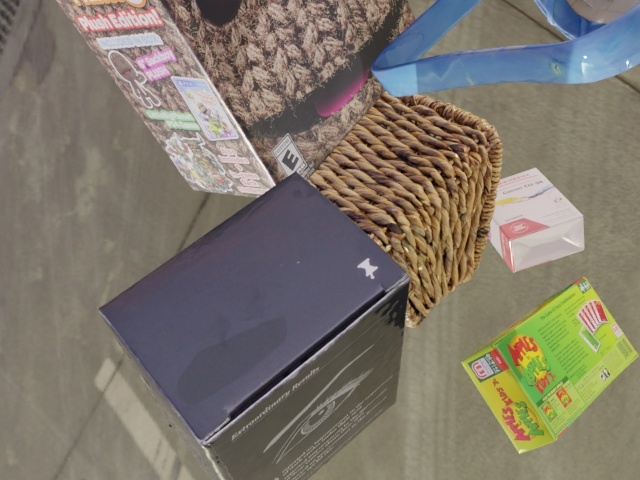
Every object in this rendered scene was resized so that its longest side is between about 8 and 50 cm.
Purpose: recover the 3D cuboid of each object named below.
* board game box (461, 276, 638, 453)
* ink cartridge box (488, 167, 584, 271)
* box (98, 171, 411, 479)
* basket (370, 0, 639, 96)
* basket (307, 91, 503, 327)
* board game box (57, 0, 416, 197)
[{"bbox_3d":[0.216,0.109,0.679,0.092,0.181,0.043,58,136,10],"label":"board game box"},{"bbox_3d":[0.311,-0.045,1.147,0.115,0.198,0.067,-18,123,-2],"label":"ink cartridge box"},{"bbox_3d":[-0.033,0.082,0.498,0.108,0.153,0.207,44,158,26],"label":"box"},{"bbox_3d":[0.180,-0.196,0.461,0.289,0.201,0.254,-49,24,-10],"label":"basket"},{"bbox_3d":[0.085,-0.054,0.975,0.223,0.214,0.299,-45,45,-15],"label":"basket"},{"bbox_3d":[-0.072,-0.219,0.622,0.141,0.232,0.291,10,142,45],"label":"board game box"}]
